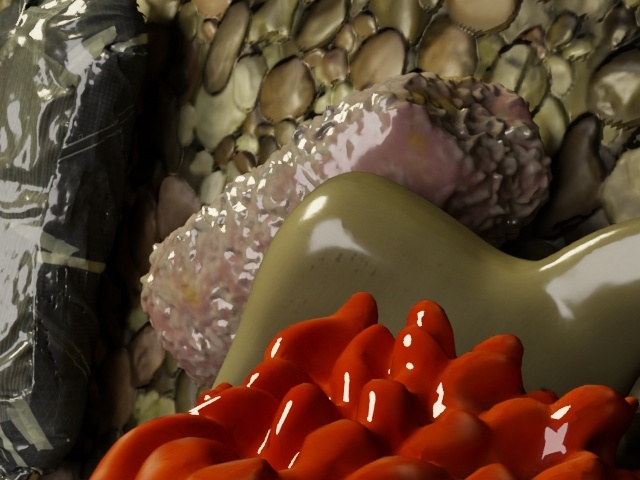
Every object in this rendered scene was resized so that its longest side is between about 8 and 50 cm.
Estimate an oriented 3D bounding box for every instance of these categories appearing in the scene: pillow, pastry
[{"bbox_3d":[-0.180,-0.017,1.016,0.161,0.092,0.335,12,91,40],"label":"pillow"},{"bbox_3d":[-0.010,0.004,0.829,0.265,0.112,0.103,-36,78,39],"label":"pastry"}]

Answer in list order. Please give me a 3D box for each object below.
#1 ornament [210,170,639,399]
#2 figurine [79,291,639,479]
[{"bbox_3d":[0.080,0.052,0.720,0.230,0.061,0.245,31,119,9],"label":"ornament"},{"bbox_3d":[0.039,0.201,0.548,0.241,0.412,0.306,-4,50,49],"label":"figurine"}]
